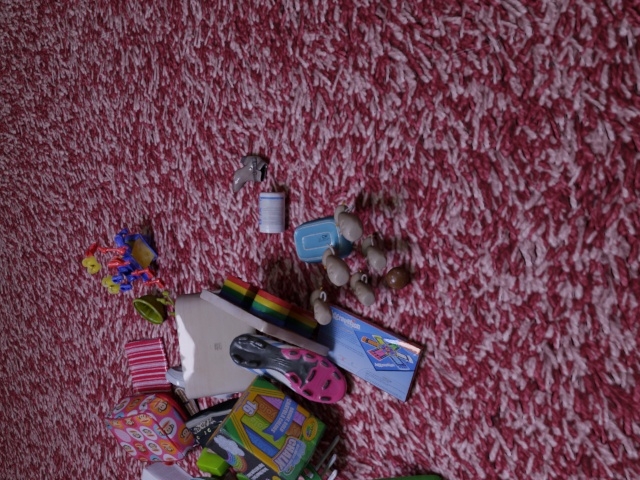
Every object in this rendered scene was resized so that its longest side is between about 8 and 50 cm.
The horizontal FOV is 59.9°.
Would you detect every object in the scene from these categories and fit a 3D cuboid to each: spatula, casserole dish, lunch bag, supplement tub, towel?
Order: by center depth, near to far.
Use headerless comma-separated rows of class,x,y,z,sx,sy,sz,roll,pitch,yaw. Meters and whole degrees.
casserole dish,0.000,0.000,1.433,0.188,0.037,0.114,-11,89,34
spatula,-0.010,0.638,1.446,0.019,0.168,0.242,29,111,-6
supplement tub,-0.130,-0.076,1.496,0.071,0.071,0.107,5,97,35
lunch bag,-0.538,0.623,1.794,0.293,0.120,0.258,-16,112,35
towel,-0.581,0.473,1.893,0.198,0.031,0.275,-12,88,35

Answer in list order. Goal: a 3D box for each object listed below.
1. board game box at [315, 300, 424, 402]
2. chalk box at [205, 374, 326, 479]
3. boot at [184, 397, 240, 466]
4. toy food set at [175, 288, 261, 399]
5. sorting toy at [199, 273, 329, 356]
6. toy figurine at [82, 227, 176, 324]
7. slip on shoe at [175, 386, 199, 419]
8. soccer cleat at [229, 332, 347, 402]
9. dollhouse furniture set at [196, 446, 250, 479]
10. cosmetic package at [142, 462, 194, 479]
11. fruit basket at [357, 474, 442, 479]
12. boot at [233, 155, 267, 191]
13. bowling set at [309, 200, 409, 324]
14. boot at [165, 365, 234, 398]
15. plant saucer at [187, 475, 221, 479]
board game box,0.113,0.272,1.386,0.281,0.027,0.145,23,109,31
chalk box,-0.113,0.519,1.422,0.289,0.179,0.180,37,141,0
boot,-0.280,0.581,1.667,0.236,0.085,0.179,-24,91,24
toy food set,-0.285,0.295,1.598,0.219,0.092,0.306,-7,92,-1
sorting toy,-0.125,0.179,1.407,0.255,0.257,0.089,19,81,42
toy figurine,-0.556,0.076,1.781,0.191,0.217,0.363,-14,130,21
slip on shoe,-0.420,0.522,1.780,0.051,0.041,0.135,-23,100,17
soccer cleat,-0.081,0.328,1.475,0.331,0.143,0.116,21,82,9
dollhouse furniture set,-0.195,0.692,1.607,0.197,0.151,0.302,0,124,30
cosmetic package,-0.464,0.804,1.802,0.239,0.098,0.061,22,106,32
fruit basket,0.140,0.720,1.318,0.392,0.282,0.392,-178,90,-78
boot,-0.194,-0.181,1.549,0.087,0.042,0.119,25,109,28
bowling set,0.096,0.073,1.334,0.154,0.199,0.287,-119,48,-67
boot,-0.363,0.391,1.705,0.258,0.095,0.124,8,93,26
plant saucer,-0.278,0.703,1.530,0.194,0.037,0.195,15,130,19
